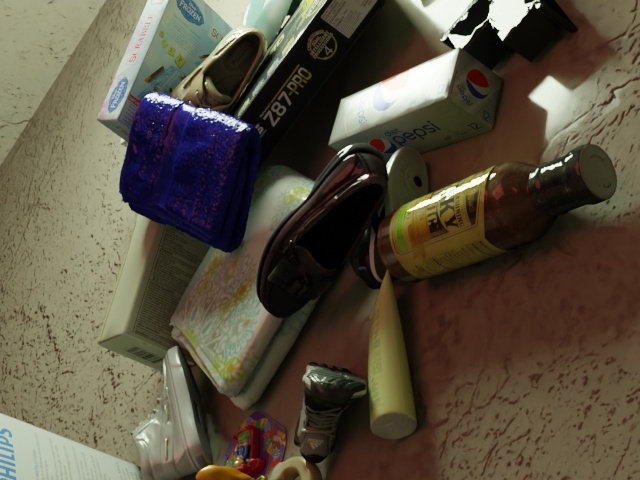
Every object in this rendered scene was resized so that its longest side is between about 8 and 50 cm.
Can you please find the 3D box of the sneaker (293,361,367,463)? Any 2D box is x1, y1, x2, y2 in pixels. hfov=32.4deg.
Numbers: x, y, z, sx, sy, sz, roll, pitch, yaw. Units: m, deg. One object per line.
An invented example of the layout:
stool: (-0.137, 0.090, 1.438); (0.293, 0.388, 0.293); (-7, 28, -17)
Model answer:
sneaker: (0.008, 0.241, 1.487); (0.229, 0.086, 0.132); (77, -155, -88)

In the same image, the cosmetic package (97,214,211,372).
cosmetic package: (-0.284, 0.073, 2.056); (0.113, 0.160, 0.309); (-23, 45, 49)

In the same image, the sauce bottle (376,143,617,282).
sauce bottle: (0.218, -0.036, 1.399); (0.344, 0.111, 0.111); (-25, 45, 47)

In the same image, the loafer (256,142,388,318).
loafer: (0.000, 0.000, 1.594); (0.302, 0.109, 0.095); (-57, 27, 21)

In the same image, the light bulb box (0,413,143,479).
light bulb box: (-0.449, 0.513, 1.723); (0.358, 0.361, 0.225); (-56, 29, 11)

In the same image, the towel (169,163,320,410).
towel: (-0.099, 0.065, 1.844); (0.374, 0.090, 0.320); (-60, 30, 3)

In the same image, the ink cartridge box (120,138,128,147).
ink cartridge box: (-0.376, -0.234, 2.495); (0.056, 0.135, 0.099); (-30, 42, 38)

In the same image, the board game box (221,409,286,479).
board game box: (-0.116, 0.329, 1.691); (0.168, 0.033, 0.133); (20, 82, 61)

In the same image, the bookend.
bookend: (0.267, -0.298, 1.586); (0.156, 0.072, 0.157); (-49, 32, 22)

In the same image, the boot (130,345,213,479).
boot: (-0.265, 0.293, 1.848); (0.123, 0.095, 0.258); (-22, 41, 2)

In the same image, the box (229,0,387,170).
box: (-0.038, -0.334, 2.014); (0.395, 0.097, 0.318); (-52, 13, 16)

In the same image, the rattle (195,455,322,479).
rattle: (-0.055, 0.337, 1.487); (0.130, 0.143, 0.199); (-50, 19, -18)

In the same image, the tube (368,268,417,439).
tube: (0.091, 0.153, 1.488); (0.070, 0.062, 0.240); (-31, 39, 25)

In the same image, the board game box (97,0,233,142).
board game box: (-0.259, -0.296, 2.173); (0.066, 0.318, 0.318); (6, 68, 38)

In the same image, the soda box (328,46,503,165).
soda box: (0.139, -0.194, 1.675); (0.286, 0.098, 0.091); (-16, 52, 53)

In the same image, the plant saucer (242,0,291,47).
plant saucer: (-0.112, -0.455, 2.166); (0.195, 0.037, 0.195); (-47, 31, 40)

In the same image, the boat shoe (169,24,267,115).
boat shoe: (-0.205, -0.268, 2.026); (0.302, 0.109, 0.098); (-51, 12, 4)

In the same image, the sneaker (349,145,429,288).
sneaker: (0.090, -0.032, 1.631); (0.121, 0.079, 0.217); (-29, 43, 46)

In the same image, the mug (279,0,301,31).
mug: (-0.029, -0.492, 2.202); (0.158, 0.097, 0.129); (-45, 33, 31)

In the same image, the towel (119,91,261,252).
towel: (-0.237, -0.124, 1.914); (0.308, 0.076, 0.228); (22, 106, 43)
